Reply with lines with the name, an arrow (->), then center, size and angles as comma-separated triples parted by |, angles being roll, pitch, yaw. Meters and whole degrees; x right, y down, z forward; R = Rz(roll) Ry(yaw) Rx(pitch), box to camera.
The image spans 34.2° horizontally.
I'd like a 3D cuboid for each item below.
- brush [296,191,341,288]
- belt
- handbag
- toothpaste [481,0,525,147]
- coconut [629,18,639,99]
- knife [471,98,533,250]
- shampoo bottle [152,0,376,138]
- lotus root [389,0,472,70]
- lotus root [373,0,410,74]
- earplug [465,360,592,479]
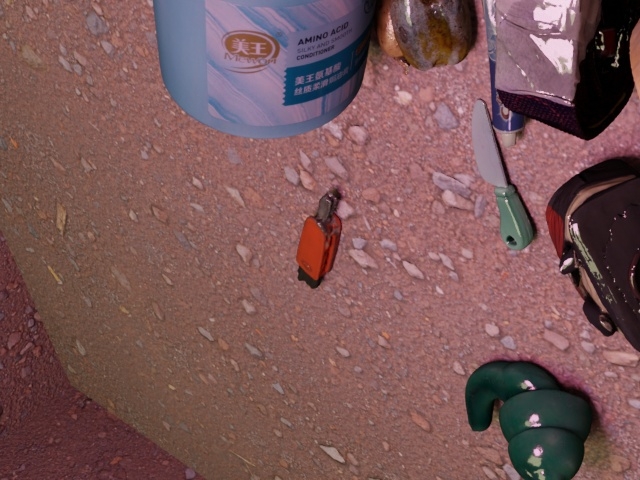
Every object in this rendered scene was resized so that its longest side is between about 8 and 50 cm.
brush -> 0.001, 0.000, 2.089 | 0.070, 0.051, 0.323 | 46, 153, 18
belt -> 0.298, -0.275, 1.276 | 0.164, 0.184, 0.289 | 30, 139, 38
handbag -> 0.418, 0.024, 1.411 | 0.254, 0.181, 0.181 | 58, -172, -10
toothpaste -> 0.266, -0.248, 1.479 | 0.069, 0.047, 0.268 | 37, 146, 44
coconut -> 0.484, -0.149, 0.980 | 0.344, 0.415, 0.415 | -12, 118, 24
knife -> 0.277, -0.103, 1.643 | 0.063, 0.034, 0.260 | 8, 125, 57
shampoo bottle -> -0.081, -0.372, 1.504 | 0.331, 0.331, 0.343 | 36, 148, 21
lotus root -> 0.154, -0.329, 1.483 | 0.113, 0.088, 0.192 | -6, 126, 18
lotus root -> 0.115, -0.320, 1.573 | 0.072, 0.063, 0.152 | 9, 128, 35
earplug -> 0.362, 0.332, 1.877 | 0.257, 0.280, 0.164 | -27, 129, 23
